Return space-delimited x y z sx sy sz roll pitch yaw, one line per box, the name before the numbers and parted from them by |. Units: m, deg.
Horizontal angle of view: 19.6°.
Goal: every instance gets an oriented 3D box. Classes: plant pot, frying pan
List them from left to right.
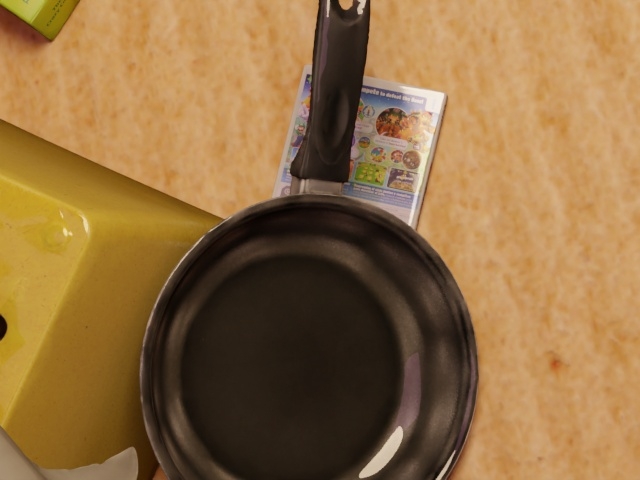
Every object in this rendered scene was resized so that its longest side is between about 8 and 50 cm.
plant pot | -0.187 0.040 1.010 0.212 0.187 0.212 24 87 12
frying pan | -0.026 0.011 1.004 0.197 0.053 0.326 -19 96 -21

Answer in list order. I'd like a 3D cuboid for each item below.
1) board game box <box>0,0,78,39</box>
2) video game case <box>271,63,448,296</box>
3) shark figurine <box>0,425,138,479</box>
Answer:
board game box | -0.152 -0.223 1.115 0.092 0.043 0.181 34 89 12
video game case | 0.018 -0.035 1.075 0.087 0.011 0.122 13 84 12
shark figurine | -0.146 0.091 0.871 0.116 0.166 0.278 -17 68 -27
